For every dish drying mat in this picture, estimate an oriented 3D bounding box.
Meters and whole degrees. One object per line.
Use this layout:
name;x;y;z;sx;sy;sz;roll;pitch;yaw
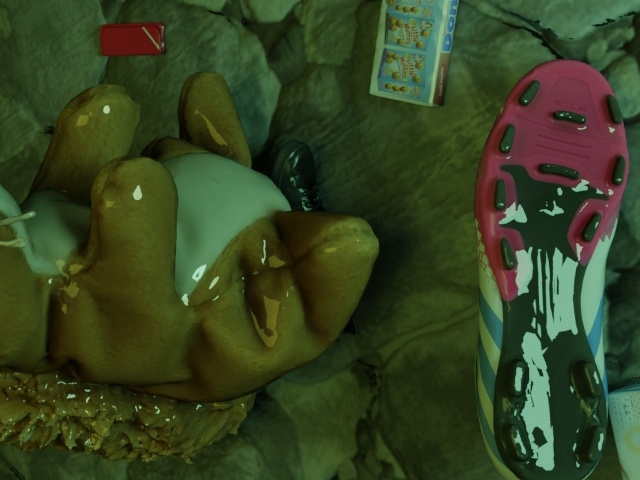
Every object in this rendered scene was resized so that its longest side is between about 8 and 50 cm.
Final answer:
dish drying mat;-0.189;-0.201;1.210;0.083;0.008;0.032;5;101;34

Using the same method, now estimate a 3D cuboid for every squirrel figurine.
squirrel figurine;-0.214;0.069;1.022;0.281;0.370;0.397;53;138;33

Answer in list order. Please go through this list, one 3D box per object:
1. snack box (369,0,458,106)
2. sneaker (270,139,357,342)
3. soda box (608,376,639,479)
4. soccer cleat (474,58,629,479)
snack box;0.083;-0.205;1.010;0.064;0.022;0.178;16;106;31
sneaker;-0.002;0.000;1.086;0.089;0.051;0.170;20;113;33
soda box;0.272;0.195;0.919;0.063;0.058;0.183;-11;90;35
soccer cleat;0.164;0.029;0.938;0.116;0.143;0.331;6;80;-3
